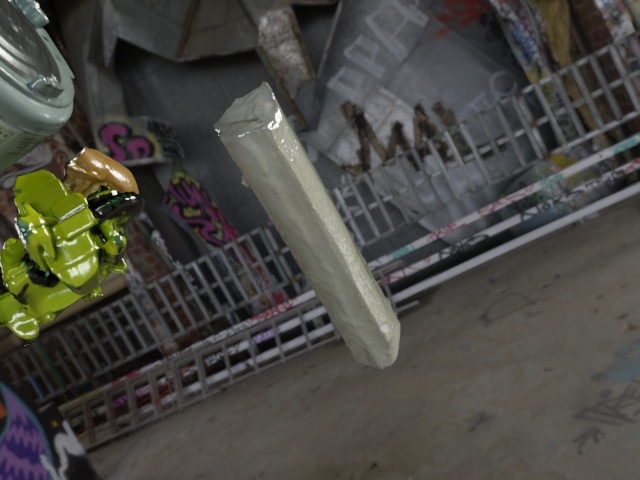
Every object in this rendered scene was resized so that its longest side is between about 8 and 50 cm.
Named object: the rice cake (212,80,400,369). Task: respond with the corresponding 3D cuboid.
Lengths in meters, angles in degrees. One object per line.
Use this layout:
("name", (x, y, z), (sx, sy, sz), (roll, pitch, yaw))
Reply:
("rice cake", (0.000, 0.000, 0.471), (0.052, 0.256, 0.057), (-7, 36, 36))

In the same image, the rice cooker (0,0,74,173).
("rice cooker", (-0.431, -0.152, 0.604), (0.317, 0.264, 0.316), (-34, -3, -2))

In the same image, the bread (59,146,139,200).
("bread", (-0.430, -0.071, 1.165), (0.174, 0.133, 0.251), (-60, 1, -3))

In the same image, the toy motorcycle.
("toy motorcycle", (-0.343, 0.027, 0.755), (0.206, 0.142, 0.342), (-38, 1, -33))
